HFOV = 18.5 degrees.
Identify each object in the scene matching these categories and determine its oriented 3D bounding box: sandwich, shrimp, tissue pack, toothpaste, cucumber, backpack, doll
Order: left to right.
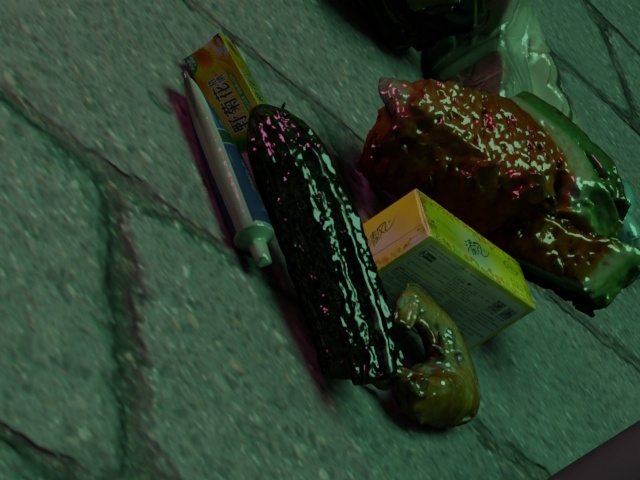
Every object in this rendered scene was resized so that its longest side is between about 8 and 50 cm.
[{"bbox_3d":[-0.077,-0.058,1.644,0.197,0.034,0.057,67,6,31],"label":"toothpaste"},{"bbox_3d":[-0.058,-0.096,1.716,0.178,0.043,0.037,61,14,15],"label":"toothpaste"},{"bbox_3d":[0.001,0.000,1.626,0.077,0.077,0.265,7,62,-62],"label":"cucumber"},{"bbox_3d":[0.094,-0.338,2.198,0.253,0.140,0.207,70,-4,-65],"label":"backpack"},{"bbox_3d":[0.088,0.105,1.724,0.132,0.051,0.187,64,19,9],"label":"shrimp"},{"bbox_3d":[0.108,0.032,1.809,0.176,0.095,0.062,33,32,-42],"label":"tissue pack"},{"bbox_3d":[0.170,-0.074,1.926,0.301,0.162,0.250,34,-5,-31],"label":"sandwich"},{"bbox_3d":[0.379,-0.020,2.492,0.159,0.059,0.158,36,27,-42],"label":"doll"}]

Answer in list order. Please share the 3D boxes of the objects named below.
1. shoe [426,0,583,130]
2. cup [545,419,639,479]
[{"bbox_3d":[0.228,-0.154,2.298,0.210,0.132,0.342,49,26,-25],"label":"shoe"},{"bbox_3d":[0.336,0.237,1.689,0.205,0.312,0.205,44,23,-25],"label":"cup"}]
